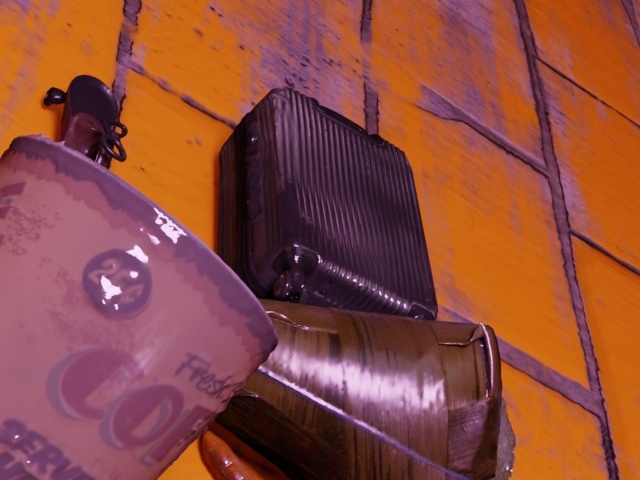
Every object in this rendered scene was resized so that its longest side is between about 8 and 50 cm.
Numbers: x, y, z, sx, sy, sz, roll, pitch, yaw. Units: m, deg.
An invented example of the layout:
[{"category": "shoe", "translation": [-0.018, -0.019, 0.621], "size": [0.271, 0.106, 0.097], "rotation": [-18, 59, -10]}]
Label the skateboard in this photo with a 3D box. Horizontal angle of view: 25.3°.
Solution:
[{"category": "skateboard", "translation": [-0.211, -0.097, 1.319], "size": [0.067, 0.080, 0.151], "rotation": [30, 35, -32]}]

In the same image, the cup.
[{"category": "cup", "translation": [-0.195, 0.106, 0.973], "size": [0.227, 0.301, 0.257], "rotation": [37, 74, 10]}]

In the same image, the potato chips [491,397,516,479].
[{"category": "potato chips", "translation": [0.144, 0.202, 1.397], "size": [0.167, 0.059, 0.228], "rotation": [5, 53, -38]}]

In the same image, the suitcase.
[{"category": "suitcase", "translation": [0.000, 0.000, 1.400], "size": [0.202, 0.128, 0.312], "rotation": [27, 35, -26]}]

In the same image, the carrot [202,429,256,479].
[{"category": "carrot", "translation": [-0.044, 0.233, 1.166], "size": [0.037, 0.037, 0.190], "rotation": [-8, 54, -53]}]

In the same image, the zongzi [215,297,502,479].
[{"category": "zongzi", "translation": [0.012, 0.206, 1.198], "size": [0.286, 0.138, 0.300], "rotation": [7, 84, -12]}]
